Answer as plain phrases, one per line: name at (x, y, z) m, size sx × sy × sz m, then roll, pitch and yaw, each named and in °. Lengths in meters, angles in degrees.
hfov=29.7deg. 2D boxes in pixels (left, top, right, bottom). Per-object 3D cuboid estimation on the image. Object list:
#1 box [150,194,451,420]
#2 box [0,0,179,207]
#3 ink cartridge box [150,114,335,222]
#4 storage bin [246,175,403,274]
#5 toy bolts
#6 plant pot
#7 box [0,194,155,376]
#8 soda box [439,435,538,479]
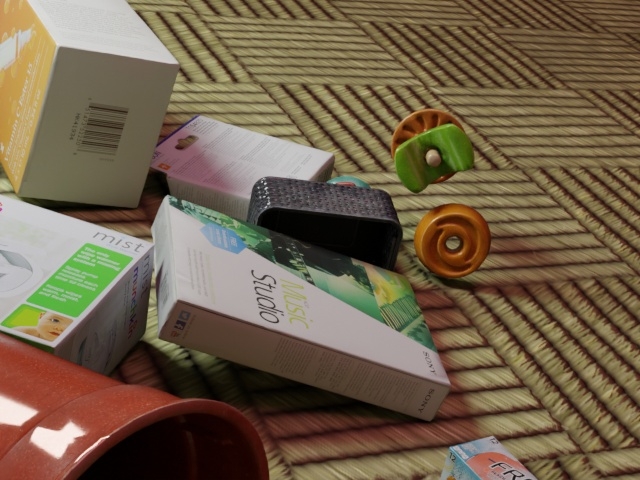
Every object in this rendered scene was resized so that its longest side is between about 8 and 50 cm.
box at (-0.027, 0.071, 1.339) m, size 0.322 × 0.058 × 0.232 m, roll 20°, pitch 24°, yaw -20°
box at (-0.349, -0.223, 1.643) m, size 0.168 × 0.215 × 0.345 m, roll 5°, pitch 27°, yaw -31°
ink cartridge box at (-0.118, -0.099, 1.706) m, size 0.224 × 0.045 × 0.223 m, roll 18°, pitch 28°, yaw 13°
storage bin at (0.000, 0.000, 1.490) m, size 0.180 × 0.122 × 0.084 m, roll 7°, pitch 29°, yaw -11°
toy bolts at (0.108, -0.049, 1.625) m, size 0.228 × 0.218 × 0.158 m, roll -21°, pitch 14°, yaw 6°
plant pot at (-0.227, 0.198, 0.915) m, size 0.265 × 0.272 × 0.272 m, roll 21°, pitch 28°, yaw 34°
box at (-0.336, 0.066, 1.236) m, size 0.262 × 0.127 × 0.231 m, roll 17°, pitch 30°, yaw 11°
soda box at (0.188, 0.265, 1.138) m, size 0.058 × 0.063 × 0.183 m, roll -8°, pitch 34°, yaw -33°
